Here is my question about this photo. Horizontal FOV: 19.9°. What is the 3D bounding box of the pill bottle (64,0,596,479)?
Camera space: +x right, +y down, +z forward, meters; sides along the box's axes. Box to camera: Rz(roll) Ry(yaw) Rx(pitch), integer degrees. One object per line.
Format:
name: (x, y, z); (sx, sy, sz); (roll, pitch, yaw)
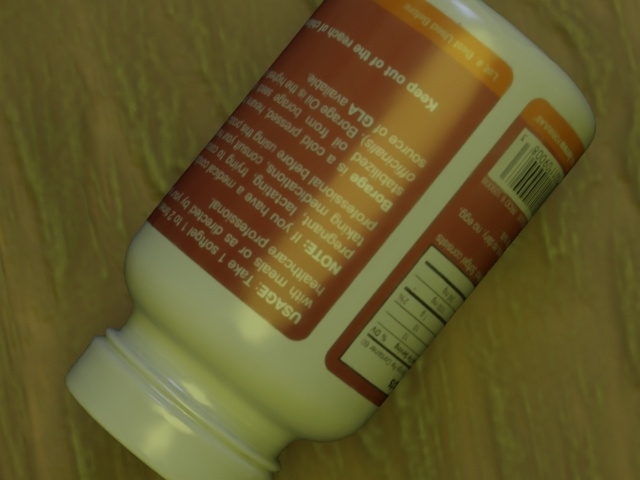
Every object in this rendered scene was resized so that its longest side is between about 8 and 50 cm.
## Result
pill bottle: (0.000, 0.000, 0.731); (0.121, 0.121, 0.216); (39, 89, 1)
